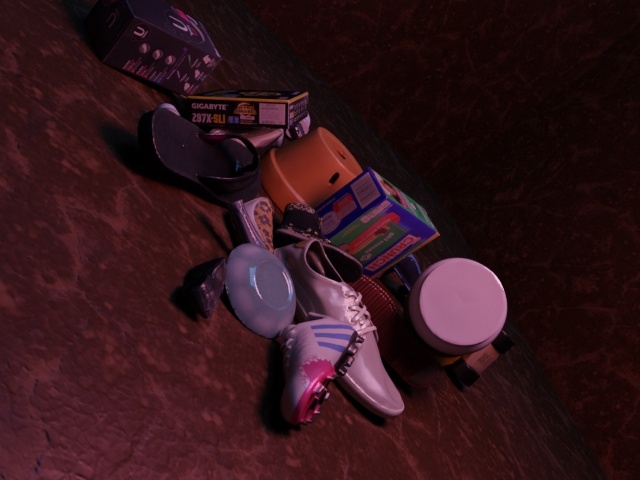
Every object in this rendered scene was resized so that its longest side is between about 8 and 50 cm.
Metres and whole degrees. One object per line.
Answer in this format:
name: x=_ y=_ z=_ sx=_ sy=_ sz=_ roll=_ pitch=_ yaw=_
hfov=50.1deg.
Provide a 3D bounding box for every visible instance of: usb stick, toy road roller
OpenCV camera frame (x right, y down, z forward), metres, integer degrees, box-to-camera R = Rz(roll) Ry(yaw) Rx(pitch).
usb stick: x=-0.034 y=-0.238 z=2.128 sx=0.077 sy=0.045 sz=0.278 roll=-40 pitch=109 yaw=-74
toy road roller: x=0.401 y=0.262 z=2.086 sx=0.329 sy=0.202 sz=0.240 roll=44 pitch=4 yaw=-22

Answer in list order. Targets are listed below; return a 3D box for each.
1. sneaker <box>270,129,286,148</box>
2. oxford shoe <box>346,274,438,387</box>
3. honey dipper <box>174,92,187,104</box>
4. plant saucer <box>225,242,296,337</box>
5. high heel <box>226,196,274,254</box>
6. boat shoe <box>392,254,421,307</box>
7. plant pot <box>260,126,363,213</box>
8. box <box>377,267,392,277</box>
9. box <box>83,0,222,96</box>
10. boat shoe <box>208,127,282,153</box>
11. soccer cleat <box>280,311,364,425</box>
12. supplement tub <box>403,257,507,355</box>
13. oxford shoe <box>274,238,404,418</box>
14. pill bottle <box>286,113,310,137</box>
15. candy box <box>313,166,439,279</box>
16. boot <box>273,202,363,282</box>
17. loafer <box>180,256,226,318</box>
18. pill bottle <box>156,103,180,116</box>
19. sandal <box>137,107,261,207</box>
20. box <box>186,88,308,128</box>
sneaker: x=-0.150 y=-0.337 z=2.130 sx=0.086 sy=0.085 sz=0.237 roll=16 pitch=13 yaw=-2
oxford shoe: x=0.151 y=0.220 z=1.714 sx=0.348 sy=0.123 sz=0.130 roll=53 pitch=-2 yaw=-3
honey dipper: x=-0.371 y=-0.382 z=1.753 sx=0.161 sy=0.030 sz=0.030 roll=27 pitch=29 yaw=-45
plant saucer: x=-0.102 y=0.091 z=1.325 sx=0.195 sy=0.037 sz=0.195 roll=31 pitch=47 yaw=-41
high heel: x=-0.133 y=0.002 z=1.511 sx=0.261 sy=0.093 sz=0.186 roll=-27 pitch=96 yaw=-81
boat shoe: x=0.279 y=0.150 z=2.158 sx=0.109 sy=0.089 sz=0.258 roll=-123 pitch=-170 yaw=-68
plant pot: x=-0.013 y=-0.181 z=1.934 sx=0.291 sy=0.203 sz=0.291 roll=43 pitch=19 yaw=-19
box: x=0.188 y=0.015 z=2.271 sx=0.201 sy=0.057 sz=0.293 roll=53 pitch=18 yaw=9
box: x=-0.398 y=-0.481 z=1.647 sx=0.270 sy=0.143 sz=0.165 roll=13 pitch=39 yaw=-51
boat shoe: x=-0.195 y=-0.270 z=1.820 sx=0.103 sy=0.118 sz=0.320 roll=49 pitch=26 yaw=-1
soccer cleat: x=-0.030 y=0.226 z=1.258 sx=0.143 sy=0.116 sz=0.331 roll=27 pitch=19 yaw=11
supplement tub: x=0.340 y=0.176 z=1.757 sx=0.241 sy=0.241 sz=0.331 roll=54 pitch=-4 yaw=11
oxford shoe: x=0.049 y=0.179 z=1.481 sx=0.449 sy=0.130 sz=0.169 roll=56 pitch=16 yaw=13
pill bottle: x=-0.093 y=-0.430 z=2.406 sx=0.108 sy=0.108 sz=0.180 roll=41 pitch=20 yaw=-28
candy box: x=0.129 y=-0.028 z=1.862 sx=0.317 sy=0.268 sz=0.122 roll=25 pitch=34 yaw=-53
boot: x=0.000 y=-0.002 z=1.673 sx=0.236 sy=0.085 sz=0.178 roll=23 pitch=30 yaw=-7
loafer: x=-0.198 y=0.080 z=1.205 sx=0.170 sy=0.062 sz=0.061 roll=-67 pitch=138 yaw=-67
pill bottle: x=-0.338 y=-0.252 z=1.499 sx=0.067 sy=0.067 sz=0.120 roll=39 pitch=21 yaw=-33
sandal: x=-0.217 y=-0.169 z=1.479 sx=0.446 sy=0.107 sz=0.167 roll=11 pitch=69 yaw=-67
box: x=-0.181 y=-0.350 z=1.803 sx=0.322 sy=0.257 sz=0.079 roll=-63 pitch=154 yaw=-72
